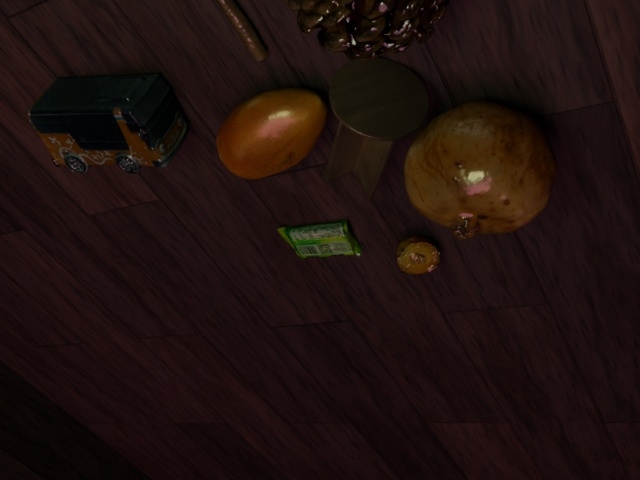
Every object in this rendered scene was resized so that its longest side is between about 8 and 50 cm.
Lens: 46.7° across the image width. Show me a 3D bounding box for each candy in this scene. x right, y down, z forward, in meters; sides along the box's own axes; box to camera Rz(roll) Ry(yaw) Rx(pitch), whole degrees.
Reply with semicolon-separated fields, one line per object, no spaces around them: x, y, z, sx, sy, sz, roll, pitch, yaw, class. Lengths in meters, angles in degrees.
0.000;-0.001;1.639;0.178;0.032;0.102;-5;132;30;candy

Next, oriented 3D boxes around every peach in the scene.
0.204;0.024;1.557;0.098;0.061;0.098;-4;133;-5;peach

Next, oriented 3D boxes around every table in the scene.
0.080;-0.183;1.303;0.167;0.167;0.227;19;151;1;table

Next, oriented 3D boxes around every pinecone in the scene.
0.061;-0.368;1.026;0.243;0.244;0.257;6;-179;17;pinecone

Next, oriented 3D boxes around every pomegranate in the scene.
0.262;-0.113;1.231;0.248;0.248;0.248;12;141;10;pomegranate

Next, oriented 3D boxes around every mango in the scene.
-0.087;-0.202;1.361;0.154;0.126;0.252;32;141;-34;mango

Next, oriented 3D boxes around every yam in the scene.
-0.137;-0.369;1.257;0.032;0.032;0.145;-10;134;33;yam

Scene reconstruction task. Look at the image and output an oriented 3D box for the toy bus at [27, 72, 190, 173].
-0.415;-0.234;1.458;0.275;0.138;0.167;4;137;23;toy bus
